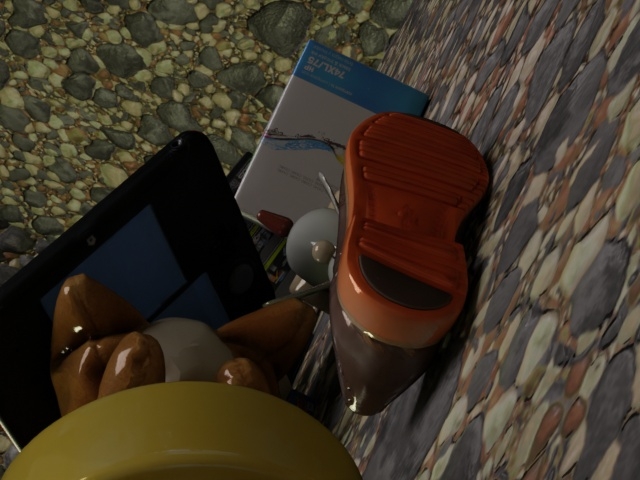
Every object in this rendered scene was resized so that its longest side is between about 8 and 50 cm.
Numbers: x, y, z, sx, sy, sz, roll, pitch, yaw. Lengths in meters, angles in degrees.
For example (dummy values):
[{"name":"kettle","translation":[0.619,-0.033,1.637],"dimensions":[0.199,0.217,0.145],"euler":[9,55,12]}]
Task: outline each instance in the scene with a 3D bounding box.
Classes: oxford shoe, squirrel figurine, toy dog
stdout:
[{"name":"oxford shoe","translation":[0.061,0.003,1.158],"dimensions":[0.363,0.130,0.132],"euler":[-69,-2,-57]},{"name":"squirrel figurine","translation":[-0.165,0.281,1.382],"dimensions":[0.370,0.281,0.397],"euler":[-107,36,-53]},{"name":"toy dog","translation":[0.000,0.000,1.623],"dimensions":[0.333,0.161,0.220],"euler":[127,167,-69]}]

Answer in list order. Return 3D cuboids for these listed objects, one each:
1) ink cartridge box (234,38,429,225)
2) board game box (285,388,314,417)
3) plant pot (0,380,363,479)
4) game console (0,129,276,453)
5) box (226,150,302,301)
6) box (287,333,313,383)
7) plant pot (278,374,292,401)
[{"name":"ink cartridge box","translation":[0.007,-0.127,2.003],"dimensions":[0.198,0.197,0.270],"euler":[165,130,-85]},{"name":"board game box","translation":[-0.053,0.271,1.569],"dimensions":[0.201,0.035,0.136],"euler":[-82,18,-76]},{"name":"plant pot","translation":[-0.077,0.252,0.786],"dimensions":[0.254,0.254,0.239],"euler":[-63,21,25]},{"name":"game console","translation":[-0.221,0.104,1.574],"dimensions":[0.386,0.060,0.342],"euler":[-44,-39,-25]},{"name":"box","translation":[-0.103,0.017,2.100],"dimensions":[0.270,0.216,0.060],"euler":[-55,1,-35]},{"name":"box","translation":[-0.080,0.229,2.066],"dimensions":[0.190,0.045,0.184],"euler":[134,159,-75]},{"name":"plant pot","translation":[-0.150,0.210,1.853],"dimensions":[0.191,0.284,0.284],"euler":[-30,-2,-11]}]
